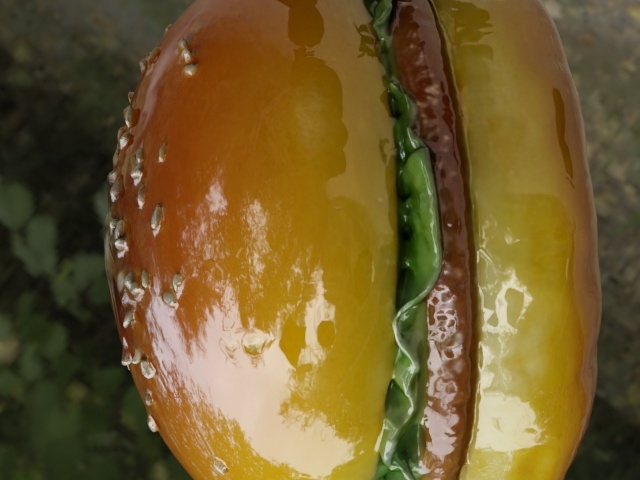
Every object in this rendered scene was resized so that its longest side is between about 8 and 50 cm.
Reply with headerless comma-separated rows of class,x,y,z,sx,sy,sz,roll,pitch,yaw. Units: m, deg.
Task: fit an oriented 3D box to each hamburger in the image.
hamburger,0.000,0.002,0.702,0.170,0.246,0.246,-4,168,-13
